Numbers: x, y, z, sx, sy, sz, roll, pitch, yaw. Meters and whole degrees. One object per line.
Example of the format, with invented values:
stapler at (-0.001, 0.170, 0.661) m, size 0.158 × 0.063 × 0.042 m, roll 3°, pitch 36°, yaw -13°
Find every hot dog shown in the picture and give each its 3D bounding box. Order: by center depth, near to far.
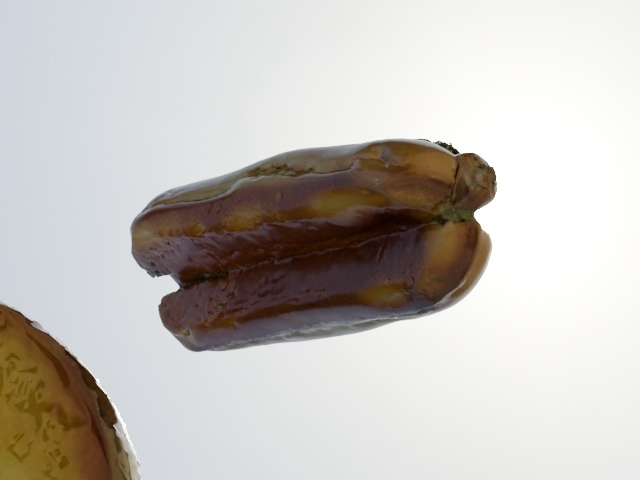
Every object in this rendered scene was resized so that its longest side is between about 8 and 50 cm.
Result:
hot dog at (0.000, 0.000, 1.252) m, size 0.100 × 0.337 × 0.135 m, roll -29°, pitch -80°, yaw -43°

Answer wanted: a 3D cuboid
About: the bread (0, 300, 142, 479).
bread at (-0.283, 0.208, 1.187) m, size 0.398 × 0.215 × 0.398 m, roll 4°, pitch -117°, yaw -7°
